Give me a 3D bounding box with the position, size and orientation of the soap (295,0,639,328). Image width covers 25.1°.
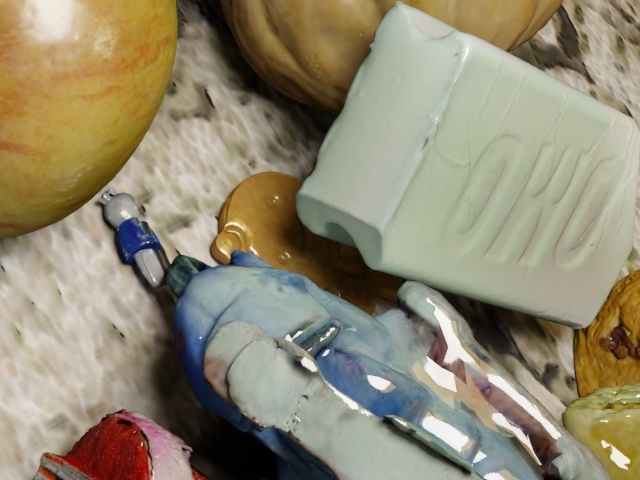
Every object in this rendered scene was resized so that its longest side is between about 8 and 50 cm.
[{"bbox_3d":[0.129,-0.044,1.060,0.289,0.173,0.095,17,12,-47],"label":"soap"}]

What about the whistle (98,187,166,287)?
[{"bbox_3d":[-0.130,-0.002,1.018,0.033,0.029,0.083,-4,59,-50],"label":"whistle"}]

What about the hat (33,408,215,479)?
[{"bbox_3d":[-0.068,0.190,0.898,0.227,0.140,0.129,27,62,-34],"label":"hat"}]

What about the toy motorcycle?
[{"bbox_3d":[0.036,0.099,0.926,0.319,0.241,0.182,34,66,-2],"label":"toy motorcycle"}]

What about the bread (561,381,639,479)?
[{"bbox_3d":[0.246,0.230,1.024,0.152,0.130,0.268,-9,100,-16],"label":"bread"}]

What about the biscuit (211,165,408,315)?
[{"bbox_3d":[0.003,-0.005,1.107,0.184,0.027,0.133,17,58,-25],"label":"biscuit"}]

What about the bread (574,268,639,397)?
[{"bbox_3d":[0.301,0.104,1.170,0.143,0.149,0.158,7,68,-28],"label":"bread"}]

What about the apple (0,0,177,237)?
[{"bbox_3d":[-0.204,-0.135,0.906,0.261,0.261,0.194,55,39,4],"label":"apple"}]

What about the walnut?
[{"bbox_3d":[0.057,-0.247,1.126,0.296,0.285,0.285,-18,72,-1],"label":"walnut"}]
